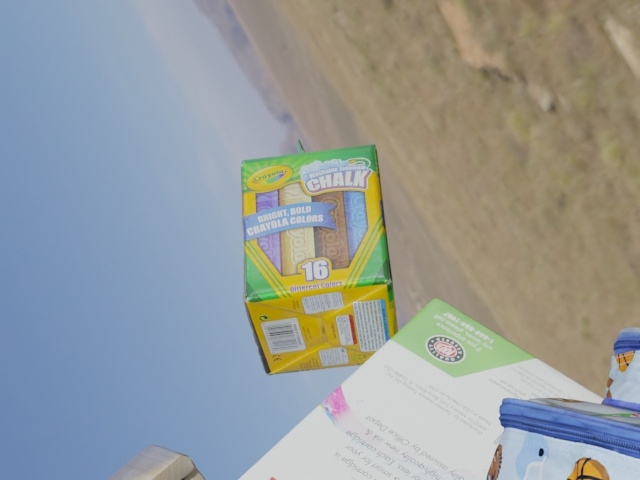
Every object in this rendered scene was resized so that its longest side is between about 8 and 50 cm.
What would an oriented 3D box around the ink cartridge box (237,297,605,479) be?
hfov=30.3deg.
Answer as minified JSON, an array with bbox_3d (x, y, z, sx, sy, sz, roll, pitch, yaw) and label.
[{"bbox_3d":[0.063,0.225,0.921,0.207,0.353,0.119,32,140,26],"label":"ink cartridge box"}]

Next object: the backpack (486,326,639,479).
[{"bbox_3d":[0.211,0.155,0.587,0.276,0.263,0.213,-12,66,61],"label":"backpack"}]

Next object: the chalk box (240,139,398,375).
[{"bbox_3d":[0.000,0.000,1.117,0.132,0.132,0.213,78,-173,-52],"label":"chalk box"}]

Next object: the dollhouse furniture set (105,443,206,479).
[{"bbox_3d":[-0.206,0.401,1.014,0.256,0.394,0.362,53,163,-5],"label":"dollhouse furniture set"}]
